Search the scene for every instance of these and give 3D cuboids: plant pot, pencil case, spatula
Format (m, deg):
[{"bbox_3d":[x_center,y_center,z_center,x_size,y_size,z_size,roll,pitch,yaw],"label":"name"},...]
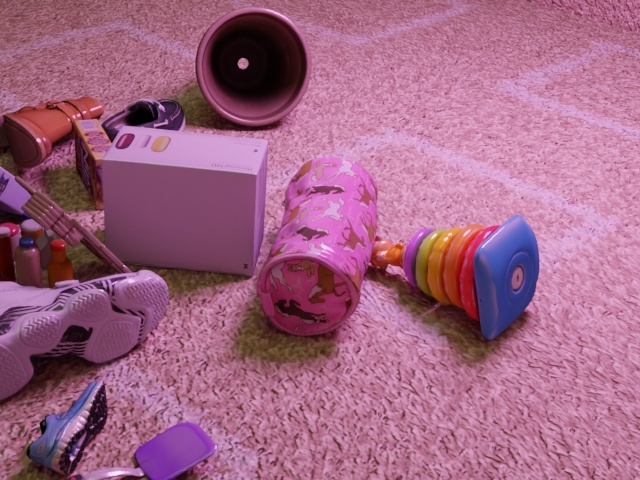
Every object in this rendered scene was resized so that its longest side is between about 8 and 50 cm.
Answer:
[{"bbox_3d":[-0.168,-0.408,2.348,0.263,0.263,0.229,-2,14,-11],"label":"plant pot"},{"bbox_3d":[0.000,0.000,1.720,0.160,0.167,0.386,40,27,-15],"label":"pencil case"},{"bbox_3d":[-0.278,0.301,1.285,0.297,0.030,0.084,-15,34,-30],"label":"spatula"}]

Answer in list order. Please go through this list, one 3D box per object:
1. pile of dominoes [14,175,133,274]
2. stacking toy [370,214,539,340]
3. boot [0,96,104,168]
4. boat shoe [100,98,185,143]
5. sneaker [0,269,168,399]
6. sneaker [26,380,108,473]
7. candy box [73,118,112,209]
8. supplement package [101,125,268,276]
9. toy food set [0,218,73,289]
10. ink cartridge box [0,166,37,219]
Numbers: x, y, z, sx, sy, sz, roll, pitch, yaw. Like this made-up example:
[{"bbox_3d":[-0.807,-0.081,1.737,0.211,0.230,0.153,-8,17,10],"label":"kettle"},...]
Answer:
[{"bbox_3d":[-0.381,0.011,1.620,0.196,0.251,0.040,30,74,40],"label":"pile of dominoes"},{"bbox_3d":[0.201,0.040,1.712,0.302,0.175,0.166,10,33,38],"label":"stacking toy"},{"bbox_3d":[-0.541,-0.229,2.082,0.220,0.109,0.283,-20,17,-29],"label":"boot"},{"bbox_3d":[-0.375,-0.253,2.175,0.114,0.091,0.302,11,31,11],"label":"boat shoe"},{"bbox_3d":[-0.422,0.099,1.510,0.366,0.137,0.210,-23,42,-33],"label":"sneaker"},{"bbox_3d":[-0.337,0.239,1.356,0.073,0.063,0.162,8,30,13],"label":"sneaker"},{"bbox_3d":[-0.434,-0.151,1.974,0.053,0.109,0.186,-10,32,-24],"label":"candy box"},{"bbox_3d":[-0.232,-0.070,1.762,0.262,0.204,0.145,5,30,2],"label":"supplement package"},{"bbox_3d":[-0.485,0.007,1.695,0.111,0.104,0.232,-9,32,-22],"label":"toy food set"},{"bbox_3d":[-0.622,-0.111,1.794,0.186,0.065,0.311,18,-7,10],"label":"ink cartridge box"}]
